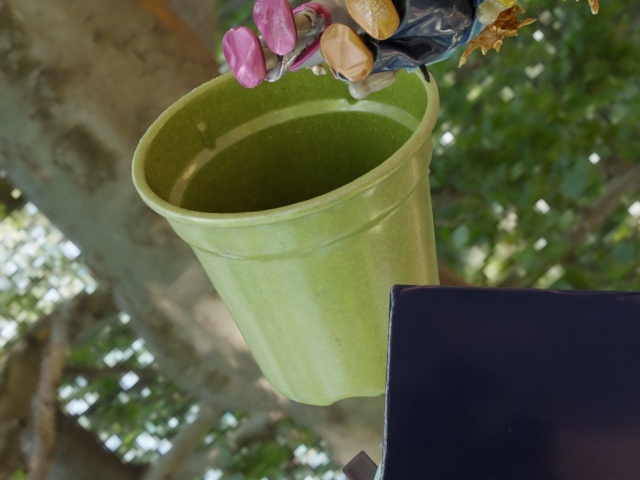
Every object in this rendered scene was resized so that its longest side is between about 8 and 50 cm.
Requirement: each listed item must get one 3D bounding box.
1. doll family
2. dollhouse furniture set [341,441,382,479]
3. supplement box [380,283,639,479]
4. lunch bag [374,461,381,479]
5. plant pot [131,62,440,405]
[{"bbox_3d":[0.078,-0.142,0.888,0.118,0.263,0.163,54,-147,9],"label":"doll family"},{"bbox_3d":[0.100,0.263,1.885,0.091,0.114,0.081,47,-176,9],"label":"dollhouse furniture set"},{"bbox_3d":[0.138,0.221,1.071,0.195,0.194,0.356,-84,-6,-46],"label":"supplement box"},{"bbox_3d":[0.170,0.284,1.650,0.160,0.262,0.223,48,-172,-37],"label":"lunch bag"},{"bbox_3d":[0.000,0.000,1.457,0.276,0.276,0.254,-106,-2,-57],"label":"plant pot"}]
